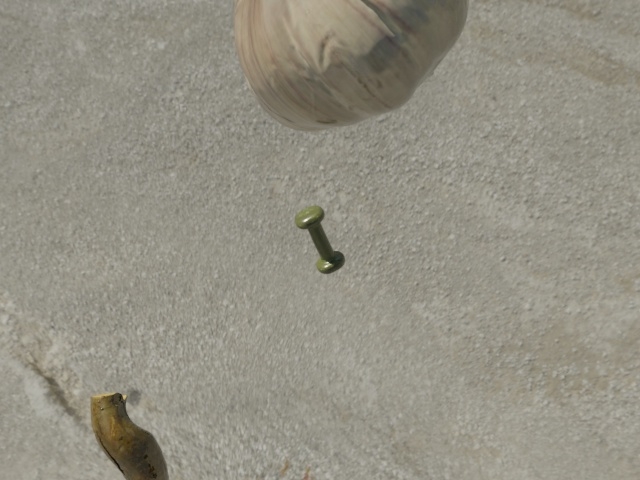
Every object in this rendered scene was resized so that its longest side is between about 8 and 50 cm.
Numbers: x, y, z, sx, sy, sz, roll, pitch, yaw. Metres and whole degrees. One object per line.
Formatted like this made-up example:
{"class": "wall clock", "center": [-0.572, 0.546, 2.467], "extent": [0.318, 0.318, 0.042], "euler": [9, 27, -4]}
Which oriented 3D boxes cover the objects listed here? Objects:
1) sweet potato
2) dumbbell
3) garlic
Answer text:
{"class": "sweet potato", "center": [-0.347, 0.403, 1.046], "extent": [0.085, 0.112, 0.286], "euler": [-30, 113, -7]}
{"class": "dumbbell", "center": [0.000, 0.000, 0.905], "extent": [0.052, 0.118, 0.046], "euler": [-26, 30, 0]}
{"class": "garlic", "center": [0.020, -0.280, 0.679], "extent": [0.259, 0.317, 0.318], "euler": [42, 55, -33]}
